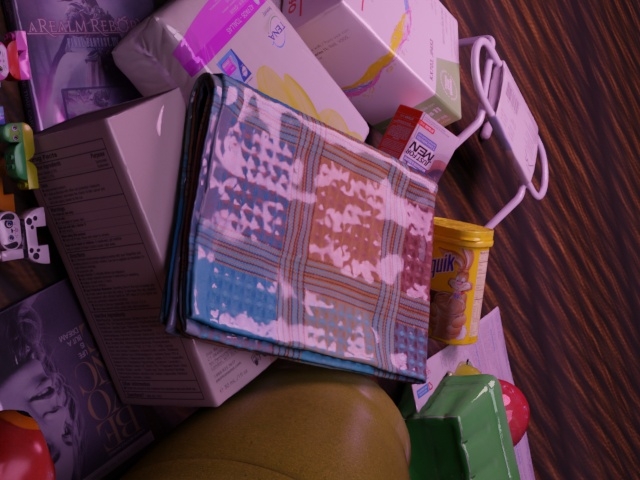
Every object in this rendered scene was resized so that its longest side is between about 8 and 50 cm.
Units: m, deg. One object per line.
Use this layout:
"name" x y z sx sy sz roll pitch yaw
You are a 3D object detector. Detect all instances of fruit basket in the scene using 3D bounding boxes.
"fruit basket" 0.235 0.301 1.541 0.353 0.165 0.327 -27 105 -63

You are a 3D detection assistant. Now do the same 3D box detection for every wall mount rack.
"wall mount rack" 0.249 -0.141 1.600 0.350 0.130 0.304 50 46 -44

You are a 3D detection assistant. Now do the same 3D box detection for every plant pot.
"plant pot" -0.050 0.305 1.046 0.366 0.366 0.353 66 23 -17

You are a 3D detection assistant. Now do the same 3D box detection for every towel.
"towel" 0.000 0.000 1.085 0.370 0.040 0.271 19 69 -42

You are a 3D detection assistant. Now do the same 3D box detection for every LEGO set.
"LEGO set" -0.337 -0.084 0.979 0.093 0.087 0.227 -11 99 -46

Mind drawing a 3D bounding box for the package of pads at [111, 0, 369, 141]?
"package of pads" -0.081 -0.172 1.200 0.296 0.101 0.229 51 34 -16

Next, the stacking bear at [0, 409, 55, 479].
"stacking bear" -0.351 0.188 0.868 0.289 0.175 0.164 33 74 -50

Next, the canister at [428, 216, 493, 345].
"canister" 0.186 0.059 1.485 0.073 0.126 0.170 -3 103 -43

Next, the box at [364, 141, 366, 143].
"box" -0.008 -0.067 1.374 0.233 0.044 0.159 -32 107 -46

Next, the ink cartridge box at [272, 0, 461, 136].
"ink cartridge box" 0.052 -0.314 1.398 0.353 0.119 0.207 35 45 -40

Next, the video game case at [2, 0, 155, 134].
"video game case" -0.251 -0.183 1.135 0.196 0.026 0.274 -14 96 -49

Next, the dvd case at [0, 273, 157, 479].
"dvd case" -0.271 0.162 1.059 0.164 0.018 0.221 -32 108 -46

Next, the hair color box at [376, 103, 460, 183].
"hair color box" 0.115 -0.091 1.394 0.093 0.053 0.167 27 91 -44

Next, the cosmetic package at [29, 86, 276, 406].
"cosmetic package" -0.179 0.013 1.051 0.113 0.160 0.309 -34 112 -47
